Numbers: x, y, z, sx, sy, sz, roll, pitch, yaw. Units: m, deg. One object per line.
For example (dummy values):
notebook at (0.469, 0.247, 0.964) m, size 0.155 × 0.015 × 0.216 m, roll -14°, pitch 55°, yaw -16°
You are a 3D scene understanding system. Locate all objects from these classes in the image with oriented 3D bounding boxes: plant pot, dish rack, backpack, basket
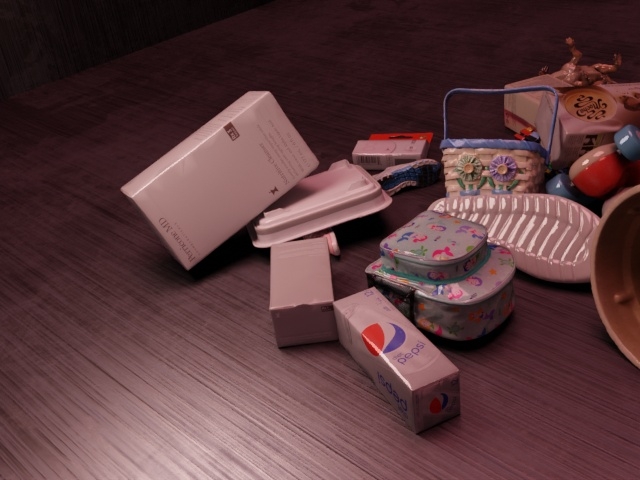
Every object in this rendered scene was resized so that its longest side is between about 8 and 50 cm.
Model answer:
plant pot at (0.681, 0.047, 1.277) m, size 0.305 × 0.334 × 0.334 m, roll -10°, pitch 29°, yaw -24°
dish rack at (-0.021, -0.099, 1.818) m, size 0.332 × 0.072 × 0.285 m, roll -19°, pitch 23°, yaw -5°
backpack at (0.238, 0.067, 1.451) m, size 0.253 × 0.191 × 0.225 m, roll 26°, pitch 44°, yaw 36°
basket at (0.399, -0.204, 1.736) m, size 0.254 × 0.289 × 0.201 m, roll 1°, pitch -12°, yaw 24°

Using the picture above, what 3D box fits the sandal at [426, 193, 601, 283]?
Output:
sandal at (0.413, -0.017, 1.606) m, size 0.416 × 0.170 × 0.102 m, roll 16°, pitch -2°, yaw 35°

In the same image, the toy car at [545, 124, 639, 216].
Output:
toy car at (0.650, -0.086, 1.643) m, size 0.210 × 0.219 × 0.238 m, roll -6°, pitch 64°, yaw -49°

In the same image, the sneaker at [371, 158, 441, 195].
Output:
sneaker at (0.210, -0.169, 1.950) m, size 0.190 × 0.072 × 0.083 m, roll -15°, pitch 26°, yaw -11°

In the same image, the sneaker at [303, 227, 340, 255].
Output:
sneaker at (0.000, 0.000, 1.739) m, size 0.070 × 0.051 × 0.134 m, roll -19°, pitch 34°, yaw -2°

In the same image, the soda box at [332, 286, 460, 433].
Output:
soda box at (0.126, 0.197, 1.335) m, size 0.091 × 0.098 × 0.286 m, roll -19°, pitch 33°, yaw -18°

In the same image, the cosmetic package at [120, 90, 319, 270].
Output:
cosmetic package at (-0.226, -0.140, 1.731) m, size 0.385 × 0.217 × 0.156 m, roll -42°, pitch 23°, yaw -13°

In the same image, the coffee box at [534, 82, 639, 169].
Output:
coffee box at (0.671, -0.266, 1.786) m, size 0.296 × 0.119 × 0.168 m, roll -3°, pitch 50°, yaw -4°

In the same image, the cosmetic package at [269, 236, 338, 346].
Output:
cosmetic package at (-0.034, 0.098, 1.536) m, size 0.127 × 0.107 × 0.238 m, roll -6°, pitch 34°, yaw 3°

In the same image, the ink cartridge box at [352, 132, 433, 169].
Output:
ink cartridge box at (0.203, -0.267, 2.125) m, size 0.188 × 0.066 × 0.232 m, roll 2°, pitch 36°, yaw 16°

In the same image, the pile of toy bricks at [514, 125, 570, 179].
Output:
pile of toy bricks at (0.579, -0.220, 1.881) m, size 0.105 × 0.118 × 0.212 m, roll -36°, pitch 40°, yaw -9°

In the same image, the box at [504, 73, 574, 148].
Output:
box at (0.618, -0.344, 2.081) m, size 0.148 × 0.127 × 0.232 m, roll -16°, pitch 32°, yaw -13°

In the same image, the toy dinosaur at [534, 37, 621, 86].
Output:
toy dinosaur at (0.761, -0.472, 2.284) m, size 0.295 × 0.200 × 0.127 m, roll 12°, pitch 70°, yaw -8°
